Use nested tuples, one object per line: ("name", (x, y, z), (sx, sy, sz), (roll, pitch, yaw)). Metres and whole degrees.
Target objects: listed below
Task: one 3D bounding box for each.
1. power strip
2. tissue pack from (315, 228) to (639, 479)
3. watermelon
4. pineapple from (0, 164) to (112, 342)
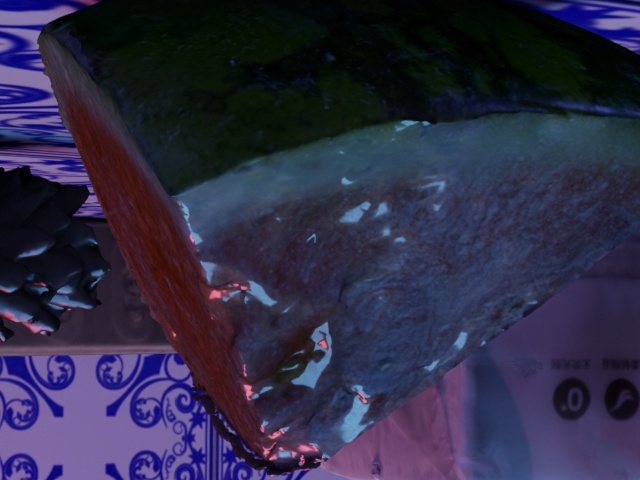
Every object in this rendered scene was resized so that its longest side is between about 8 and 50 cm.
("power strip", (-0.202, 0.036, 1.453), (0.256, 0.105, 0.070), (2, 176, -39))
("tissue pack", (0.192, 0.063, 1.136), (0.356, 0.194, 0.266), (2, 177, -20))
("watermelon", (0.013, -0.031, 0.521), (0.146, 0.128, 0.231), (-27, -165, -8))
("pineapple", (-0.214, 0.009, 0.873), (0.157, 0.158, 0.278), (-3, -174, 44))
